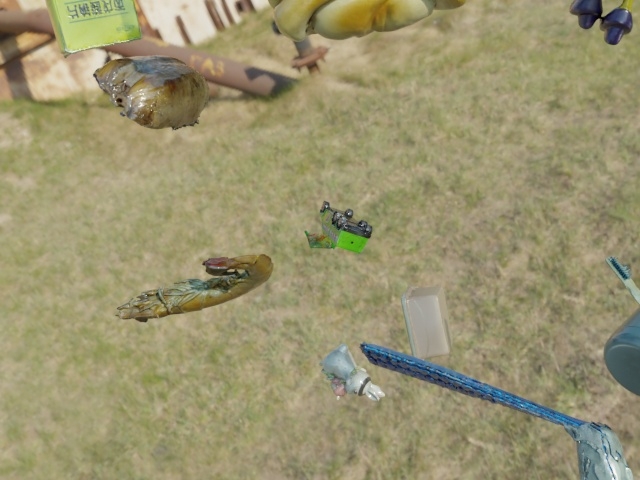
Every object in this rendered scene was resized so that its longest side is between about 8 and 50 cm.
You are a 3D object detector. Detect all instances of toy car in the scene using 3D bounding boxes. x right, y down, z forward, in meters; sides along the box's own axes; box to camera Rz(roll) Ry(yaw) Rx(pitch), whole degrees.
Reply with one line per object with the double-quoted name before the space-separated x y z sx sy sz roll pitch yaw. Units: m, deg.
"toy car" 0.044 -0.027 1.476 0.063 0.071 0.165 -68 22 11

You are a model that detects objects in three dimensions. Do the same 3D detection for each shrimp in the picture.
"shrimp" -0.133 0.050 0.787 0.178 0.034 0.124 -11 -17 -15

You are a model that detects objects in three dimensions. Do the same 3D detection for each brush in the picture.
"brush" 0.366 0.052 0.865 0.016 0.013 0.084 -11 61 -32

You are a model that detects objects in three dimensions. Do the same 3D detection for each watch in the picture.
"watch" 0.177 0.226 0.782 0.274 0.068 0.277 -16 66 29

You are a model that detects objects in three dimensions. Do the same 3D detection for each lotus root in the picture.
"lotus root" -0.280 -0.292 1.369 0.078 0.167 0.329 -39 5 23

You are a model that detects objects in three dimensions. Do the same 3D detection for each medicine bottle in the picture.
"medicine bottle" -0.414 -0.454 1.275 0.137 0.250 0.141 -18 19 -20

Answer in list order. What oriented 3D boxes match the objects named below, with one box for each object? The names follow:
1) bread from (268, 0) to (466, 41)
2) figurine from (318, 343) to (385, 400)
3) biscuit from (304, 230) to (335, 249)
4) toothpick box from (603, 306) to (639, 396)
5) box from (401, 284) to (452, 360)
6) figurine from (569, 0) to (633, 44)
"bread" 0.089 -0.558 1.588 0.423 0.246 0.329 -12 -3 -3
"figurine" 0.068 0.308 1.629 0.081 0.146 0.098 -29 -15 -40
"biscuit" 0.000 0.000 1.710 0.089 0.046 0.016 2 25 40
"toothpick box" 0.532 0.146 1.128 0.184 0.120 0.120 -36 29 -28
"box" 0.180 0.136 1.229 0.062 0.122 0.089 -11 7 18
"figurine" 0.626 -0.611 1.465 0.154 0.421 0.193 28 28 21
